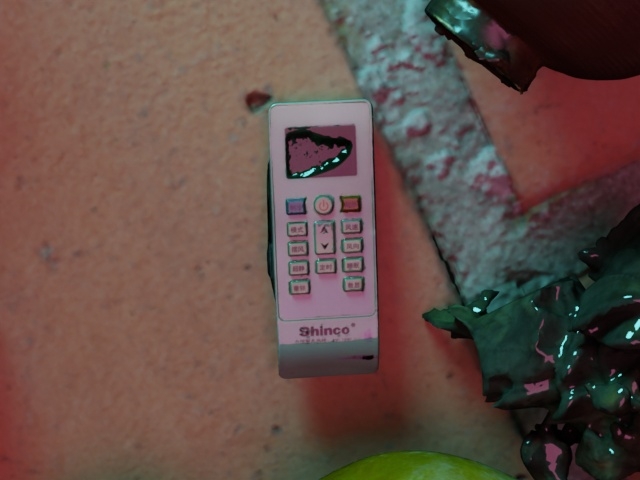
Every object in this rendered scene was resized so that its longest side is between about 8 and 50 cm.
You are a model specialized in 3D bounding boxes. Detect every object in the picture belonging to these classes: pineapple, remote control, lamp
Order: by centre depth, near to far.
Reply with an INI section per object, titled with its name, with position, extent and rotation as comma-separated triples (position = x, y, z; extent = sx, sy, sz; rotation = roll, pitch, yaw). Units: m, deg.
[lamp]
position = 0.161, -0.192, 0.760
extent = 0.180, 0.180, 0.258
rotation = 40, 96, -15
[pineapple]
position = 0.234, 0.095, 0.838
extent = 0.357, 0.223, 0.223
rotation = 26, 102, 3
[remote control]
position = 0.000, 0.000, 0.863
extent = 0.065, 0.029, 0.166
rotation = -3, 101, -4

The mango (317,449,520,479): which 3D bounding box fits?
[mango]
position = 0.109, 0.273, 0.870
extent = 0.221, 0.199, 0.384
rotation = -33, 121, 12
